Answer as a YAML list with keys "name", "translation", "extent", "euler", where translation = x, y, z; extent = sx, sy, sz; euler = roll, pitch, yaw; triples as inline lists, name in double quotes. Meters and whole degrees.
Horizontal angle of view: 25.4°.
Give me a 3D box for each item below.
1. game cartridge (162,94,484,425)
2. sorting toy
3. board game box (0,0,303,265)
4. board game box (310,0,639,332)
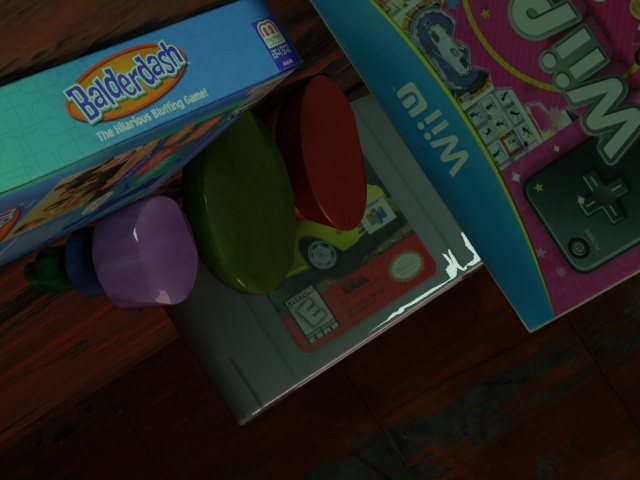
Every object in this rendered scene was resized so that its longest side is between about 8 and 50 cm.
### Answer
- name: "game cartridge"
  translation: [0.000, 0.000, 1.234]
  extent: [0.294, 0.196, 0.060]
  euler: [-33, 170, -9]
- name: "sorting toy"
  translation: [-0.088, -0.026, 0.998]
  extent: [0.126, 0.127, 0.365]
  euler: [-9, -168, 25]
- name: "board game box"
  translation: [-0.129, -0.040, 0.706]
  extent: [0.210, 0.047, 0.160]
  euler: [-31, 177, -45]
- name: "board game box"
  translation: [0.160, -0.126, 0.622]
  extent: [0.303, 0.224, 0.097]
  euler: [-36, 177, 40]
